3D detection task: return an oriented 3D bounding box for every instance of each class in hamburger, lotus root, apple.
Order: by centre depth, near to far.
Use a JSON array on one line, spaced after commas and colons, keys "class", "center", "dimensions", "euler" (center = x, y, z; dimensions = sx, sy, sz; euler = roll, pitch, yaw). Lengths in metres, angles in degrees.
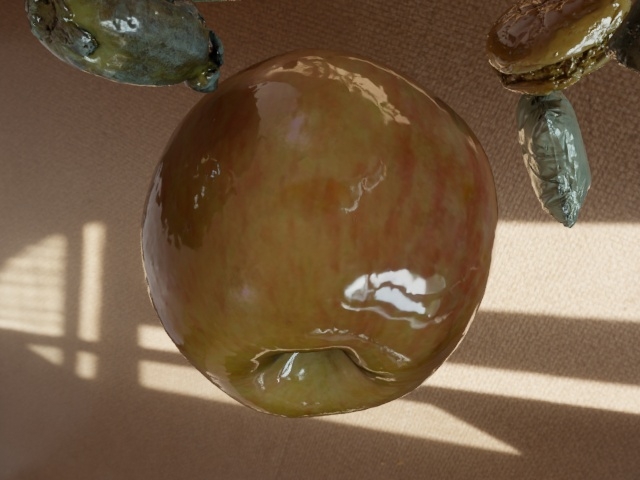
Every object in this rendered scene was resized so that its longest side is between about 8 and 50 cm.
[{"class": "lotus root", "center": [-0.136, -0.157, 0.389], "dimensions": [0.088, 0.165, 0.088], "euler": [0, 90, 38]}, {"class": "apple", "center": [0.000, 0.000, 0.567], "dimensions": [0.390, 0.347, 0.392], "euler": [6, 145, 4]}, {"class": "hamburger", "center": [0.514, -0.465, 1.158], "dimensions": [0.318, 0.319, 0.158], "euler": [-19, 131, 30]}]

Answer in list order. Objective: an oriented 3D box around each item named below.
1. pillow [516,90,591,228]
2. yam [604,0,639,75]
[{"class": "pillow", "center": [0.553, -0.211, 1.239], "dimensions": [0.138, 0.283, 0.310], "euler": [-13, 116, 26]}, {"class": "yam", "center": [0.335, -0.232, 0.461], "dimensions": [0.078, 0.078, 0.179], "euler": [28, 131, 12]}]
